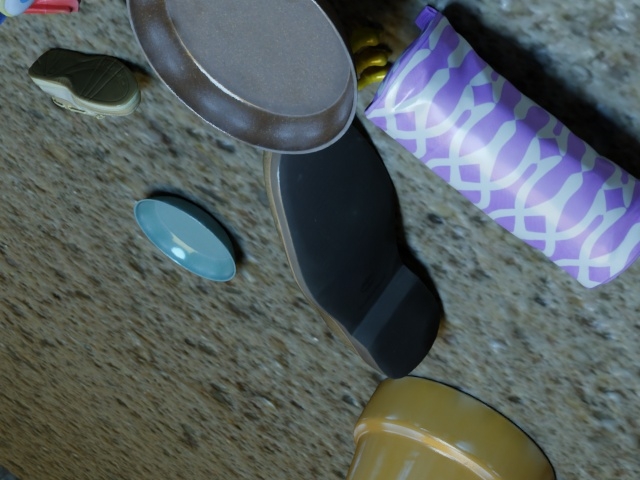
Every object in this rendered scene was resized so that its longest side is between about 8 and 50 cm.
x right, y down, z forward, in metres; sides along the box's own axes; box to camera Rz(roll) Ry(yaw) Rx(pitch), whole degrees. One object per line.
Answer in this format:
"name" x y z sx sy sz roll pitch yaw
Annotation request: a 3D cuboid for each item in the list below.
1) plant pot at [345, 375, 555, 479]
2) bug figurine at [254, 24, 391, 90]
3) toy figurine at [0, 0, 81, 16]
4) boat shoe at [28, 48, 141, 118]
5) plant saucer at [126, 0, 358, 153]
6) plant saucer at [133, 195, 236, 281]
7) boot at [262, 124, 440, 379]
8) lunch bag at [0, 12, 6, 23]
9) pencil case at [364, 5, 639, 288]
"plant pot" 0.098 0.269 1.337 0.205 0.188 0.205 28 153 15
"bug figurine" -0.072 -0.170 0.925 0.279 0.072 0.216 14 147 36
"toy figurine" -0.057 -0.282 0.697 0.217 0.191 0.362 2 139 -8
"boat shoe" -0.196 -0.131 1.172 0.135 0.050 0.045 25 158 41
"plant saucer" -0.046 -0.127 0.861 0.168 0.029 0.168 22 144 17
"plant saucer" -0.128 -0.007 1.327 0.119 0.021 0.119 28 154 15
"boot" 0.000 0.000 1.104 0.115 0.112 0.305 29 158 36
"lunch bag" -0.303 -0.217 1.124 0.065 0.067 0.098 -4 134 52
"pencil case" 0.128 -0.057 0.863 0.206 0.088 0.086 37 157 -6
